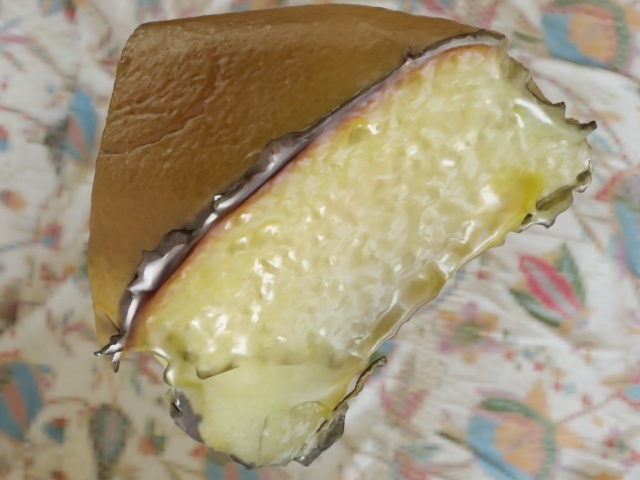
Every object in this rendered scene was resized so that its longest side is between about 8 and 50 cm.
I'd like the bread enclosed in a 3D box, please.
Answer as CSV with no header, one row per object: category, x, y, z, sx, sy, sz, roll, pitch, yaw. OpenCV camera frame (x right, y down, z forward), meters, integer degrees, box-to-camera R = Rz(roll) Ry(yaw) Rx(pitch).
bread,0.000,0.000,0.682,0.169,0.140,0.160,0,58,37
